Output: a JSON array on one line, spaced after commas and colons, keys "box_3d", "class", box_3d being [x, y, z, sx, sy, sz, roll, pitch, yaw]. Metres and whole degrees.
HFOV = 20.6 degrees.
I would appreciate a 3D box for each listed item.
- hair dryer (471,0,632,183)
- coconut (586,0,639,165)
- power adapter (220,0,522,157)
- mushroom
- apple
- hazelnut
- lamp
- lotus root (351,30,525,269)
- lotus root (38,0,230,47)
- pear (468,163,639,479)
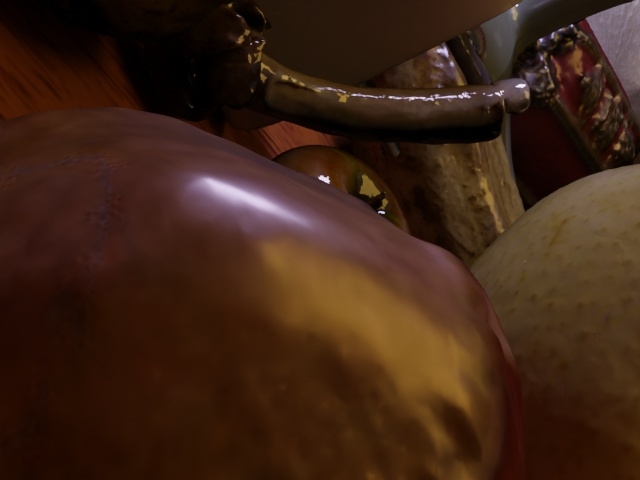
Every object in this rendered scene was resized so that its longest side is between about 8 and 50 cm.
[{"box_3d": [0.156, -0.118, 1.279, 0.296, 0.298, 0.119, 98, -21, -51], "class": "hair dryer"}, {"box_3d": [0.274, -0.162, 1.806, 0.245, 0.245, 0.247, 58, 16, -25], "class": "coconut"}, {"box_3d": [0.006, -0.156, 0.870, 0.255, 0.187, 0.124, 59, 16, -24], "class": "power adapter"}, {"box_3d": [0.007, -0.073, 0.819, 0.061, 0.187, 0.060, -150, -108, -68], "class": "mushroom"}, {"box_3d": [0.000, 0.000, 0.810, 0.089, 0.074, 0.089, 55, 17, -26], "class": "apple"}, {"box_3d": [-0.036, 0.057, 0.383, 0.182, 0.182, 0.182, 58, 15, -26], "class": "hazelnut"}, {"box_3d": [0.170, -0.118, 1.477, 0.274, 0.177, 0.177, 49, 21, -56], "class": "lamp"}, {"box_3d": [0.081, -0.020, 1.119, 0.110, 0.097, 0.258, -19, 91, -69], "class": "lotus root"}, {"box_3d": [-0.068, -0.142, 0.708, 0.120, 0.120, 0.209, 66, 18, 6], "class": "lotus root"}, {"box_3d": [0.192, 0.106, 0.902, 0.309, 0.309, 0.309, 58, 15, -26], "class": "pear"}]
